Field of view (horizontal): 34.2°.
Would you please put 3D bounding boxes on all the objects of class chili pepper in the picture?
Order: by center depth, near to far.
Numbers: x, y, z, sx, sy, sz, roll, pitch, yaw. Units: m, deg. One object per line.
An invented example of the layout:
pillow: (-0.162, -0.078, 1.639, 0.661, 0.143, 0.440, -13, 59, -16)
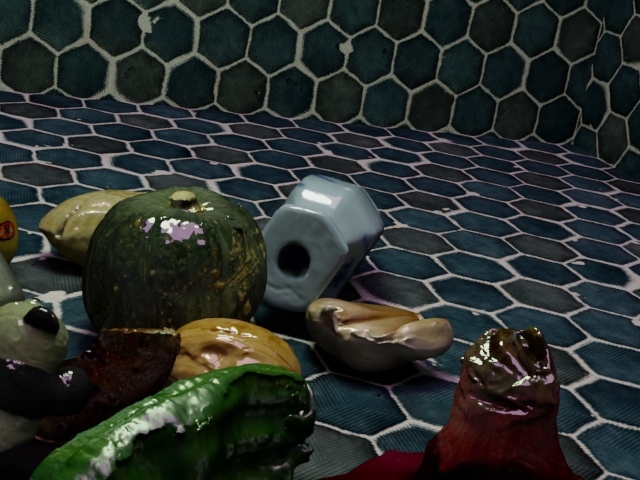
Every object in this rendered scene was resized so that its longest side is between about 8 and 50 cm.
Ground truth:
chili pepper: (-0.164, 0.260, 1.131, 0.167, 0.213, 0.384, 9, 20, 41)

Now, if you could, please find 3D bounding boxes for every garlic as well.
garlic: (0.075, 0.155, 1.712, 0.227, 0.110, 0.217, 10, 4, -33)

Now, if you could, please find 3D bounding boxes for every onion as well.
onion: (0.138, 0.280, 0.883, 0.398, 0.420, 0.398, 18, 20, -7)

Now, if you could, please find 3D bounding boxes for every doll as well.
doll: (-0.367, 0.183, 1.231, 0.143, 0.234, 0.135, 17, -12, 30)

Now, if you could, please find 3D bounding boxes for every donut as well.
donut: (-0.319, 0.181, 1.375, 0.294, 0.151, 0.112, 0, 7, 5)

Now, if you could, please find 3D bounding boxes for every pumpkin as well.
pumpkin: (-0.220, 0.050, 1.613, 0.291, 0.258, 0.328, 2, 16, -13)

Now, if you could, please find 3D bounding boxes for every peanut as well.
peanut: (-0.339, -0.012, 1.921, 0.339, 0.158, 0.174, 8, 48, 7)

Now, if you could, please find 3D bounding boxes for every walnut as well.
walnut: (-0.127, 0.187, 1.437, 0.206, 0.159, 0.159, 11, 18, 1)

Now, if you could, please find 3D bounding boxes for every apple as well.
apple: (-0.603, -0.016, 1.783, 0.182, 0.155, 0.182, 7, 20, -2)

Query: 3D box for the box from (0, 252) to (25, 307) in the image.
box: (-0.558, 0.048, 1.436, 0.291, 0.166, 0.220, 54, 32, 13)

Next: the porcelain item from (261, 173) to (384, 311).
porcelain item: (0.000, 0.000, 1.931, 0.178, 0.243, 0.405, 36, 16, 6)
